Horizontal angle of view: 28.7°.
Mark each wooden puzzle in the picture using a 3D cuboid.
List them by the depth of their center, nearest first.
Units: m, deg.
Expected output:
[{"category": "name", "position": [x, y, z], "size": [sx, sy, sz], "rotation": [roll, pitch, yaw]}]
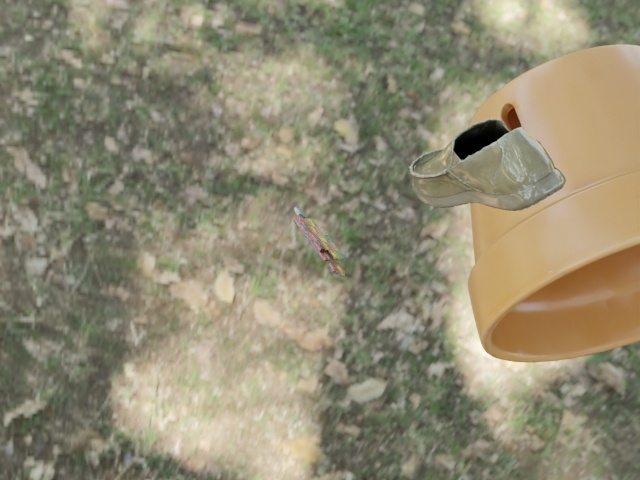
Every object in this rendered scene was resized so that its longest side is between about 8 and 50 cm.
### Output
[{"category": "wooden puzzle", "position": [0.000, 0.000, 1.167], "size": [0.006, 0.049, 0.083], "rotation": [-41, 74, 15]}]

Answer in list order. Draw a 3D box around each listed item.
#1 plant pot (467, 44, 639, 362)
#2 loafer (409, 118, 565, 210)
[{"category": "plant pot", "position": [0.254, -0.038, 1.130], "size": [0.291, 0.291, 0.203], "rotation": [-8, 65, -19]}, {"category": "loafer", "position": [0.103, -0.052, 0.805], "size": [0.056, 0.148, 0.050], "rotation": [-27, 105, -23]}]
